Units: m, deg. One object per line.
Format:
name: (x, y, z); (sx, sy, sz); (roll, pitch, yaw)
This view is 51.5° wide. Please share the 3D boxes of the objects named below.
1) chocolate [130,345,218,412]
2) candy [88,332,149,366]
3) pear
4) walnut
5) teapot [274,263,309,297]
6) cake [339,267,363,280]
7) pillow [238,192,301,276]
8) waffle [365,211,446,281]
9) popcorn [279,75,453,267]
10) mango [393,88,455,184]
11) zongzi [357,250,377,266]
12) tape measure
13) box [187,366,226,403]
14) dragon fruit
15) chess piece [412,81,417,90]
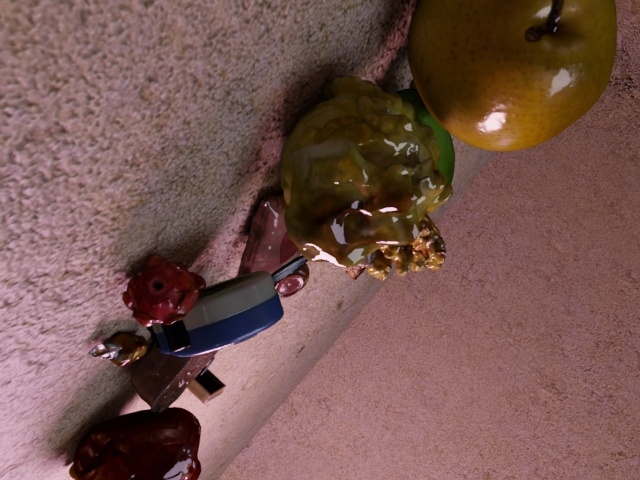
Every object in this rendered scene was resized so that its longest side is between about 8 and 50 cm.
chocolate: (-0.278, 0.226, 1.296); (0.214, 0.093, 0.148); (-48, 165, -11)
candy: (-0.329, 0.186, 1.122); (0.053, 0.046, 0.182); (-48, 169, 0)
pear: (0.324, -0.338, 1.155); (0.362, 0.362, 0.418); (-51, -168, 6)
walnut: (-0.368, 0.454, 1.348); (0.269, 0.221, 0.244); (-14, -179, -21)
teapot: (-0.085, 0.086, 1.602); (0.098, 0.078, 0.129); (25, 121, -34)
cake: (0.137, 0.007, 2.010); (0.246, 0.112, 0.135); (-44, 168, -35)
pillow: (-0.068, -0.023, 1.310); (0.236, 0.084, 0.223); (-30, 154, -53)
waffle: (0.206, -0.015, 1.827); (0.151, 0.261, 0.324); (-36, 162, 29)
popcorn: (0.073, -0.111, 1.116); (0.312, 0.312, 0.312); (-46, 166, -15)
mango: (0.193, -0.187, 1.428); (0.382, 0.201, 0.225); (74, 24, -73)
zongzi: (0.084, -0.083, 1.465); (0.242, 0.112, 0.221); (-75, 168, -60)
tape measure: (-0.114, 0.101, 1.147); (0.351, 0.098, 0.215); (-23, -174, -27)
box: (-0.288, 0.360, 1.655); (0.035, 0.079, 0.083); (-56, 166, 19)
dragon fruit: (-0.234, 0.068, 0.991); (0.126, 0.112, 0.068); (-35, 139, -33)
chess piece: (0.334, -0.422, 1.506); (0.301, 0.137, 0.137); (-38, 167, 4)
